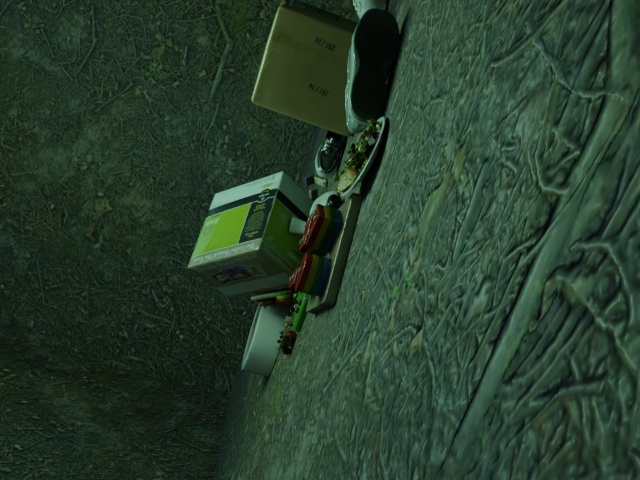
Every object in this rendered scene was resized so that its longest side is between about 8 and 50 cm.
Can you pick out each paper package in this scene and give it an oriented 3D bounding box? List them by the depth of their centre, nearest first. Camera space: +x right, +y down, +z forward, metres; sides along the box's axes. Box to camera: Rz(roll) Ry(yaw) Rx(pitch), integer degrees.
[{"bbox_3d":[-0.008,-0.509,1.887,0.168,0.325,0.309,-88,17,-63],"label":"paper package"}]

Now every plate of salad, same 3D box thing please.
[{"bbox_3d":[0.086,-0.192,1.435,0.200,0.048,0.200,-61,10,18],"label":"plate of salad"}]

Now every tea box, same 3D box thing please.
[{"bbox_3d":[-0.218,-0.011,2.138,0.329,0.220,0.323,-13,47,36],"label":"tea box"}]

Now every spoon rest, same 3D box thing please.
[{"bbox_3d":[-0.007,-0.066,1.917,0.276,0.084,0.137,-23,50,64],"label":"spoon rest"}]

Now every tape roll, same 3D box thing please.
[{"bbox_3d":[-0.194,0.333,2.267,0.286,0.100,0.286,-164,90,-83],"label":"tape roll"}]

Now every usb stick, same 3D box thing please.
[{"bbox_3d":[0.000,0.000,1.752,0.077,0.045,0.278,-85,13,-59],"label":"usb stick"}]

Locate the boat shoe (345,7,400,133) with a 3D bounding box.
[{"bbox_3d":[0.117,-0.418,1.562,0.103,0.118,0.320,138,142,-68],"label":"boat shoe"}]

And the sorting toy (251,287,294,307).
[{"bbox_3d":[-0.152,0.191,2.111,0.274,0.132,0.046,-15,-84,-88],"label":"sorting toy"}]

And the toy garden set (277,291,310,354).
[{"bbox_3d":[-0.080,0.198,1.890,0.244,0.049,0.203,-91,19,-68],"label":"toy garden set"}]

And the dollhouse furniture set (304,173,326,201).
[{"bbox_3d":[0.009,-0.174,2.251,0.081,0.091,0.114,26,130,43],"label":"dollhouse furniture set"}]

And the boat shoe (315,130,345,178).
[{"bbox_3d":[0.041,-0.308,2.033,0.076,0.080,0.228,99,-168,-66],"label":"boat shoe"}]

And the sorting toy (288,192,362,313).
[{"bbox_3d":[-0.001,0.029,1.515,0.255,0.089,0.257,133,153,-74],"label":"sorting toy"}]

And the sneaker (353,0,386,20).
[{"bbox_3d":[0.151,-0.768,2.055,0.111,0.129,0.297,128,156,-67],"label":"sneaker"}]
